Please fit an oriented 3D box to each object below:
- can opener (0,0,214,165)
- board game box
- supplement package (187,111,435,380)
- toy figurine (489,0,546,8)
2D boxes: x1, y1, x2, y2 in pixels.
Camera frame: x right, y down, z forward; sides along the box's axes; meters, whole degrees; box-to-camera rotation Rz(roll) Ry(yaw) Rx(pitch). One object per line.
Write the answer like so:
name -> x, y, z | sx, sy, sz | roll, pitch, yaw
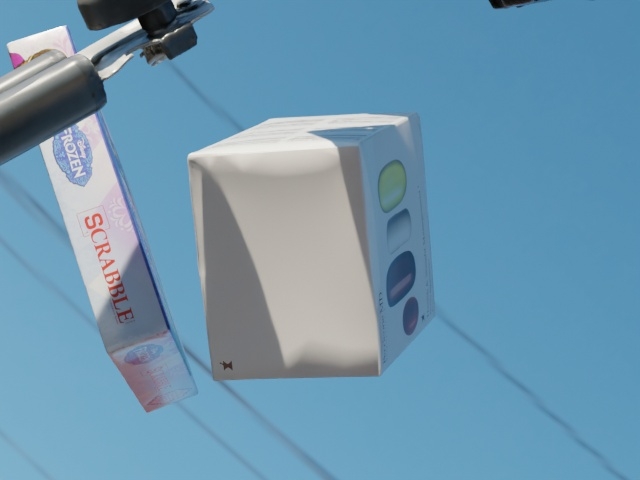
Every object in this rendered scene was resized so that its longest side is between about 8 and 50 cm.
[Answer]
can opener -> -0.196, -0.123, 1.152 | 0.074, 0.280, 0.093 | 15, -43, 56
board game box -> -0.212, -0.009, 1.610 | 0.318, 0.066, 0.318 | 90, -19, -75
supplement package -> 0.000, 0.000, 1.366 | 0.149, 0.203, 0.194 | -2, -79, 18
toy figurine -> 0.188, -0.324, 1.396 | 0.209, 0.213, 0.148 | 38, -17, -22
